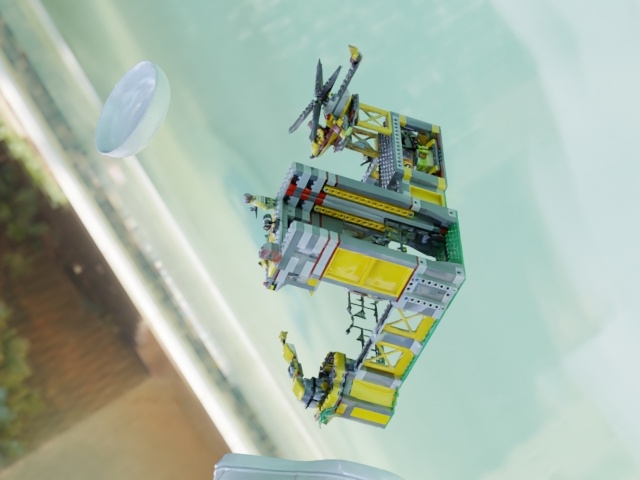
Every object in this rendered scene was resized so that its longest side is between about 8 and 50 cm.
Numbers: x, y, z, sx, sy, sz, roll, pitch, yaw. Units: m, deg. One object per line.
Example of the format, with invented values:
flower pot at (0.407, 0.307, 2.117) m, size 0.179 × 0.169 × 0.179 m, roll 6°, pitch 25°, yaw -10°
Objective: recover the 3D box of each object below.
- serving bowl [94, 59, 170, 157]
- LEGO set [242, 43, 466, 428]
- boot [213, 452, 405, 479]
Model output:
serving bowl at (-0.144, -0.100, 1.209) m, size 0.027 × 0.083 × 0.083 m, roll 28°, pitch -172°, yaw -32°
LEGO set at (0.000, 0.000, 1.448) m, size 0.255 × 0.192 × 0.331 m, roll 121°, pitch 160°, yaw -45°
boot at (-0.022, 0.343, 1.912) m, size 0.095 × 0.258 × 0.123 m, roll 59°, pitch -142°, yaw -52°
